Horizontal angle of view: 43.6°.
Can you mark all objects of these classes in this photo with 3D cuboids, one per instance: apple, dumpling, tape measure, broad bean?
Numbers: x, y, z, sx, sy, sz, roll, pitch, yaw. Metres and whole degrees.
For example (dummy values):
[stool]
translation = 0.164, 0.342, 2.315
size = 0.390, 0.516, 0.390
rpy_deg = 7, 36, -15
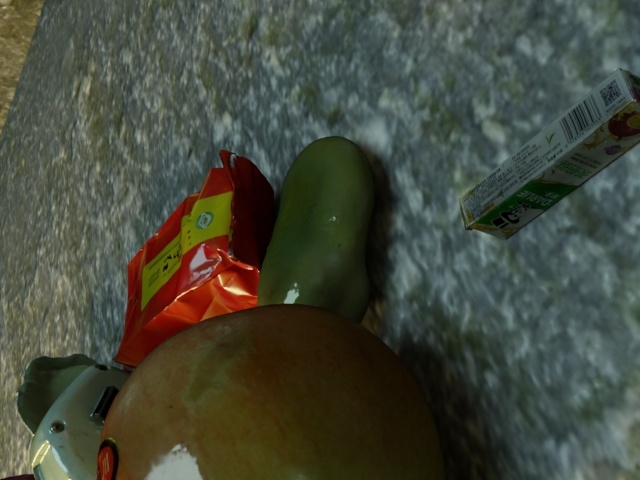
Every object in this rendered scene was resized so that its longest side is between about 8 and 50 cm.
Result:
[apple]
translation = -0.044, 0.244, 0.771
size = 0.338, 0.339, 0.305
rpy_deg = -63, 36, 25
[dumpling]
translation = -0.390, 0.324, 1.390
size = 0.321, 0.212, 0.270
rpy_deg = 19, 135, 42
[tape measure]
translation = -0.294, 0.310, 1.186
size = 0.125, 0.246, 0.243
rpy_deg = -52, 16, 30
[broad bean]
translation = 0.000, 0.000, 0.977
size = 0.189, 0.121, 0.263
rpy_deg = -26, 47, 56

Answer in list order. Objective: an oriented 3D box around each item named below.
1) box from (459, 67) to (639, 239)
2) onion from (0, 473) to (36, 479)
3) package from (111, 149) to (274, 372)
[box]
translation = 0.211, -0.072, 0.721
size = 0.207, 0.050, 0.041
rpy_deg = -43, 45, 42
[onion]
translation = -0.524, 0.606, 1.451
size = 0.358, 0.345, 0.358
rpy_deg = -6, 81, 41
[package]
translation = -0.184, 0.049, 1.176
size = 0.423, 0.123, 0.196
rpy_deg = -42, 41, 46
